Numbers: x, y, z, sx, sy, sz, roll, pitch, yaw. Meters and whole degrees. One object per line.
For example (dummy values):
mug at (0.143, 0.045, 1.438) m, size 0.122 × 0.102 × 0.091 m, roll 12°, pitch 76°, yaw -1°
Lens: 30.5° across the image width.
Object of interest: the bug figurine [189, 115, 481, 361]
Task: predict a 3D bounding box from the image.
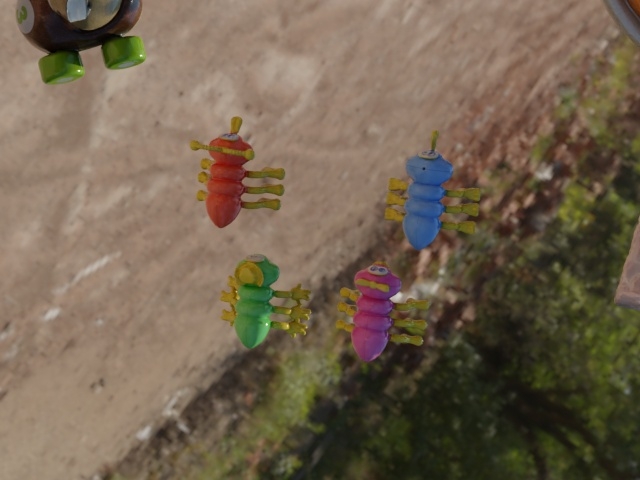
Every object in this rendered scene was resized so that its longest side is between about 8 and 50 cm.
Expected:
bug figurine at (0.000, 0.000, 1.076) m, size 0.072 × 0.279 × 0.216 m, roll -19°, pitch 114°, yaw -71°

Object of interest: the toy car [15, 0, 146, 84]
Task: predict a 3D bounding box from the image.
toy car at (-0.280, -0.274, 1.312) m, size 0.149 × 0.155 × 0.188 m, roll -14°, pitch 180°, yaw -3°

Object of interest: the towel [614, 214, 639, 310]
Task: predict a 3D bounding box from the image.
towel at (0.514, -0.031, 1.265) m, size 0.332 × 0.317 × 0.053 m, roll -67°, pitch 158°, yaw -17°

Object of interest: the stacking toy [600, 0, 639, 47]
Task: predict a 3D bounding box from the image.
stacking toy at (0.429, -0.231, 0.795) m, size 0.350 × 0.350 × 0.480 m, roll -58°, pitch -151°, yaw 10°
